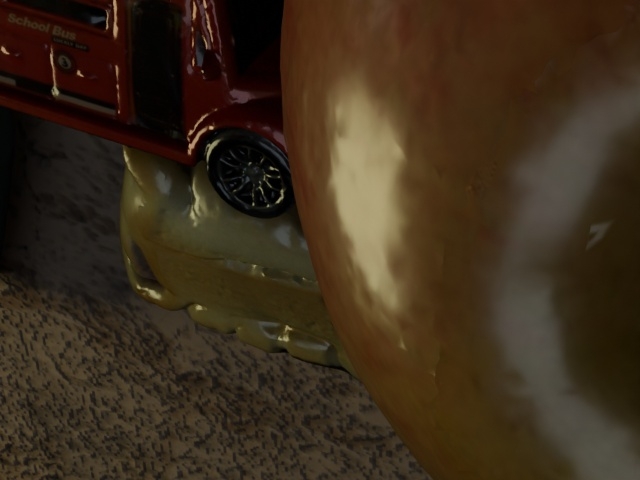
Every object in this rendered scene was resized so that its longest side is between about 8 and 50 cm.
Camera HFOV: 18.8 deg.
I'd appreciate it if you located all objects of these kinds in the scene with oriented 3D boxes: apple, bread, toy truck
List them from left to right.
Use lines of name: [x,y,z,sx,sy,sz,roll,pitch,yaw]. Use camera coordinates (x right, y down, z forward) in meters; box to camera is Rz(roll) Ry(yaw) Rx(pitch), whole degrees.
toy truck: [-0.083,-0.104,0.834,0.253,0.107,0.114,17,132,20]
bread: [0.000,0.000,0.898,0.225,0.081,0.134,19,148,18]
apple: [0.160,-0.043,0.572,0.364,0.364,0.364,18,137,18]

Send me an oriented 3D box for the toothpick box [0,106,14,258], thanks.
toothpick box: [-0.224,-0.006,1.011,0.120,0.120,0.184,26,141,9]
